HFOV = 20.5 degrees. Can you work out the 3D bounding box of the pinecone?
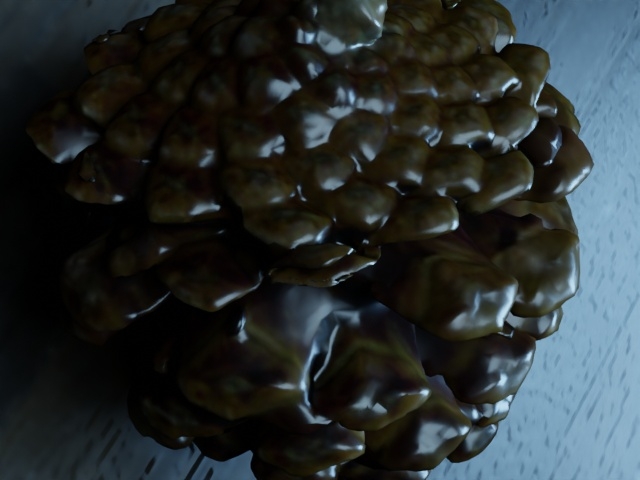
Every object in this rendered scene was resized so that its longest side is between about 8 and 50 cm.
[{"bbox_3d":[0.000,0.000,0.508,0.173,0.173,0.174,3,85,-36],"label":"pinecone"}]
